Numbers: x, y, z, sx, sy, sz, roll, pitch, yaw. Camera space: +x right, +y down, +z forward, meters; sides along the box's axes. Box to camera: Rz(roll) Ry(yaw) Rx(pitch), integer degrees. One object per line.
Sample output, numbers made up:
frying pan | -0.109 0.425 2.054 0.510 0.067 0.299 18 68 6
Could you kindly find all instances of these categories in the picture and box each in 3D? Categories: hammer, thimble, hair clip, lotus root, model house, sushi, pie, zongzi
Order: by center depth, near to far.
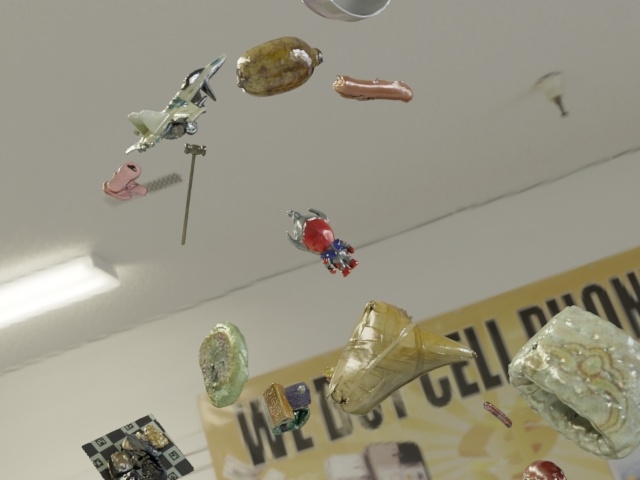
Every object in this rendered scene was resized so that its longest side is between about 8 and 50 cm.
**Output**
zongzi | 0.128 0.212 1.290 0.194 0.197 0.099 -62 -13 -9
thimble | 0.532 0.278 1.603 0.195 0.291 0.291 -44 -13 -14
pie | -0.213 0.268 1.734 0.041 0.187 0.187 6 -29 -37
model house | -0.068 0.362 1.763 0.100 0.088 0.100 -13 -29 -18
sushi | -0.431 0.512 1.936 0.215 0.192 0.050 -19 -33 -47
lotus root | -0.105 -0.459 2.117 0.260 0.128 0.145 -19 -48 -24
hammer | -0.357 -0.122 2.190 0.058 0.292 0.029 8 21 -7
hair clip | -0.603 -0.163 2.455 0.138 0.123 0.102 -59 -9 -32

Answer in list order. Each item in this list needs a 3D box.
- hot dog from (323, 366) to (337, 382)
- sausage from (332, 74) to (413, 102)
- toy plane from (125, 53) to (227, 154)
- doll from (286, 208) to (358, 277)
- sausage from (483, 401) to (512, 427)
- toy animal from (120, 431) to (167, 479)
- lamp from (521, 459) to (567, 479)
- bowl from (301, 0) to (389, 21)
hot dog | 0.087 0.356 2.080 0.168 0.061 0.078 0 -5 -12
sausage | 0.176 -0.480 2.559 0.304 0.078 0.078 -1 -24 -28
toy plane | -0.237 -0.241 1.431 0.192 0.088 0.262 0 36 49
doll | 0.000 0.000 1.775 0.104 0.194 0.062 -48 1 -8
sausage | 0.521 0.511 2.352 0.028 0.025 0.198 -44 -47 7
toy animal | -0.232 0.351 1.100 0.062 0.108 0.220 -24 -53 -32
lamp | 0.444 0.486 1.590 0.090 0.101 0.101 7 -28 -28
bowl | 0.026 -0.634 1.841 0.287 0.287 0.143 -1 -3 -43
